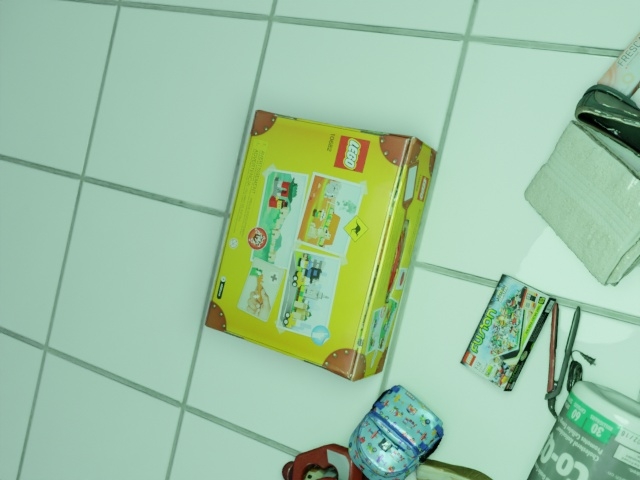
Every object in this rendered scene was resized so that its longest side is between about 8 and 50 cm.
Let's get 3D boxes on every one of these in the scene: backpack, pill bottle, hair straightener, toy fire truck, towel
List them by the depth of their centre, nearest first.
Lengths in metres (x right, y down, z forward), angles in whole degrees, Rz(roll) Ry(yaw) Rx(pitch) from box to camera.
[{"bbox_3d":[0.479,0.456,1.182,0.204,0.204,0.361,26,97,24],"label":"pill bottle"},{"bbox_3d":[0.497,-0.069,1.206,0.282,0.049,0.187,60,137,41],"label":"towel"},{"bbox_3d":[0.486,0.240,1.275,0.089,0.047,0.230,5,84,24],"label":"hair straightener"},{"bbox_3d":[0.147,0.406,1.352,0.173,0.117,0.158,-39,68,-20],"label":"backpack"},{"bbox_3d":[-0.001,0.594,1.433,0.254,0.169,0.302,2,87,43],"label":"toy fire truck"}]

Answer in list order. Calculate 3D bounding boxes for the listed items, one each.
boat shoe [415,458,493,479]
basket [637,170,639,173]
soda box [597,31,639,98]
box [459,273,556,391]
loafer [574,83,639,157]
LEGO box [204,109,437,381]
[{"bbox_3d":[0.276,0.498,1.356,0.170,0.063,0.059,6,92,34],"label":"boat shoe"},{"bbox_3d":[0.608,-0.040,1.206,0.113,0.103,0.167,-2,86,25],"label":"basket"},{"bbox_3d":[0.612,-0.348,1.248,0.063,0.058,0.183,43,105,21],"label":"soda box"},{"bbox_3d":[0.373,0.184,1.320,0.114,0.036,0.207,30,100,43],"label":"box"},{"bbox_3d":[0.591,-0.187,1.210,0.267,0.096,0.084,35,57,17],"label":"loafer"},{"bbox_3d":[0.000,0.000,1.435,0.372,0.193,0.500,16,93,25],"label":"LEGO box"}]
